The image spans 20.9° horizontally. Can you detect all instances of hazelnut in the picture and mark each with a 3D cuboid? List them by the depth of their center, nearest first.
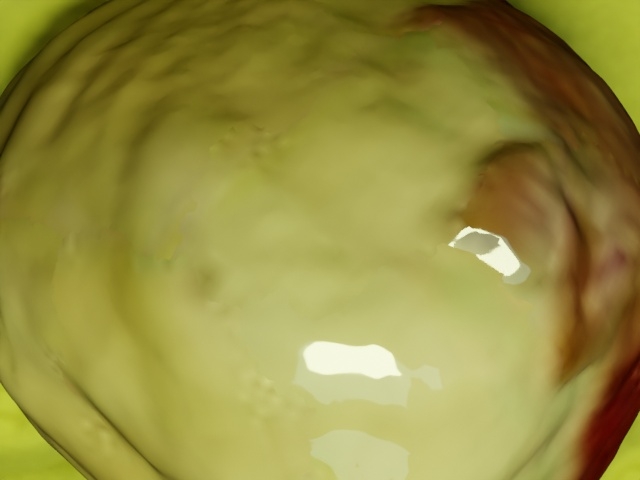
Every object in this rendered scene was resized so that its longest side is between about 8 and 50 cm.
[{"bbox_3d":[0.000,0.000,0.614,0.261,0.261,0.241,-2,94,-7],"label":"hazelnut"}]
